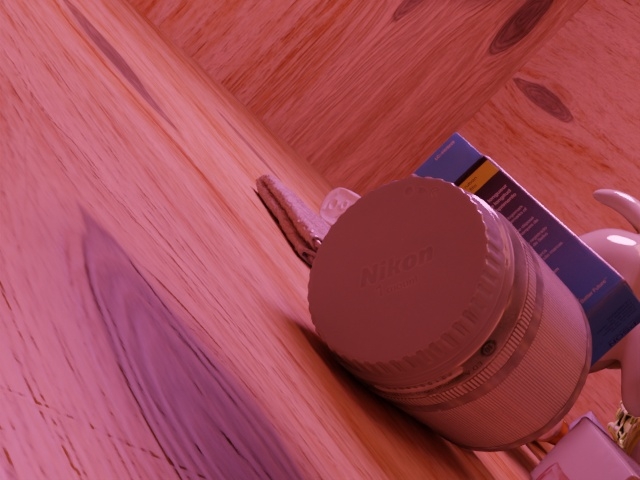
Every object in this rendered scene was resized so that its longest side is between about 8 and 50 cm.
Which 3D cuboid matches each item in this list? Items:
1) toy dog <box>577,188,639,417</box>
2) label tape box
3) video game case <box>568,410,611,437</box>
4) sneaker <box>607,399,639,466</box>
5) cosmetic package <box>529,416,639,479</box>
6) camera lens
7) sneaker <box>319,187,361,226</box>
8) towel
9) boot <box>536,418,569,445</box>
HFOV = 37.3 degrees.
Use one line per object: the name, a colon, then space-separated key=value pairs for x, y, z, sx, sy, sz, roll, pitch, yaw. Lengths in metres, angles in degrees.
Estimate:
toy dog: x=0.336 y=0.107 z=1.538 sx=0.407 sy=0.396 sz=0.284 roll=3 pitch=-1 yaw=25
label tape box: x=0.205 y=0.054 z=1.231 sx=0.115 sy=0.249 sz=0.348 roll=39 pitch=9 yaw=-45
video game case: x=0.529 y=0.450 z=1.634 sx=0.270 sy=0.061 sz=0.244 roll=53 pitch=14 yaw=4
sneaker: x=0.563 y=0.355 z=1.645 sx=0.147 sy=0.145 sz=0.384 roll=31 pitch=5 yaw=25
cosmetic package: x=0.387 y=0.359 z=1.251 sx=0.153 sy=0.129 sz=0.296 roll=43 pitch=6 yaw=3
camera lens: x=0.142 y=0.085 z=0.989 sx=0.274 sy=0.219 sz=0.219 roll=39 pitch=8 yaw=-46
sneaker: x=0.148 y=0.017 z=2.007 sx=0.236 sy=0.130 sz=0.323 roll=36 pitch=4 yaw=-34
towel: x=0.000 y=0.000 z=1.478 sx=0.187 sy=0.049 sz=0.282 roll=42 pitch=6 yaw=-31
boot: x=0.443 y=0.351 z=1.858 sx=0.211 sy=0.104 sz=0.295 roll=42 pitch=2 yaw=-23
